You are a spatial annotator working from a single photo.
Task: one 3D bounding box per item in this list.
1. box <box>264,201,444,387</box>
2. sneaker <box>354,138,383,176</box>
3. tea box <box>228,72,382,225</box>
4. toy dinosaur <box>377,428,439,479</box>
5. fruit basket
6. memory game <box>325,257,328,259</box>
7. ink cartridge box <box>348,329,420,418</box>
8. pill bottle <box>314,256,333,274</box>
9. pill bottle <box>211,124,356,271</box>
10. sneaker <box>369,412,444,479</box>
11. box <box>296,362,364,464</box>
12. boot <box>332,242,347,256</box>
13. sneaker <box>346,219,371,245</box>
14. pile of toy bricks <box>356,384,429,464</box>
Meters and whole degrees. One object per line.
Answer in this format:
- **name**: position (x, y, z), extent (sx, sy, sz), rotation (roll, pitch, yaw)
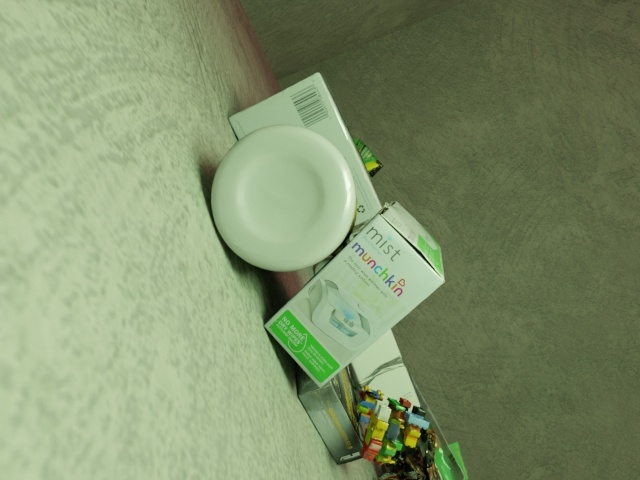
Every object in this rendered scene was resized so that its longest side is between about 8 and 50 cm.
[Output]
- **box**: position (0.067, 0.062, 0.694), extent (0.127, 0.231, 0.262), rotation (47, 15, 4)
- **sneaker**: position (0.025, -0.206, 1.381), extent (0.146, 0.343, 0.134), rotation (56, -27, 8)
- **tea box**: position (-0.019, -0.200, 1.074), extent (0.323, 0.219, 0.329), rotation (-84, 148, -72)
- **toy dinosaur**: position (0.206, 0.542, 1.030), extent (0.322, 0.164, 0.219), rotation (-26, 96, -79)
- **fruit basket**: position (0.349, 0.695, 1.518), extent (0.353, 0.165, 0.327), rotation (-111, -153, -45)
- **memory game**: position (0.000, 0.000, 1.901), extent (0.186, 0.012, 0.186), rotation (-21, 90, -86)
- **ink cartridge box**: position (0.098, 0.257, 1.020), extent (0.273, 0.114, 0.198), rotation (69, -13, -7)
- **pill bottle**: position (0.060, 0.148, 1.376), extent (0.108, 0.107, 0.180), rotation (-103, 171, -56)
- **pill bottle**: position (-0.035, -0.055, 0.704), extent (0.334, 0.187, 0.188), rotation (-8, 77, -85)
- **sneaker**: position (0.273, 0.628, 1.223), extent (0.182, 0.158, 0.411), rotation (43, 20, -35)
- **box**: position (0.011, 0.236, 0.780), extent (0.231, 0.056, 0.183), rotation (-102, 171, -62)
- **boot**: position (-0.026, -0.046, 1.324), extent (0.248, 0.090, 0.206), rotation (41, 9, 35)
- **sneaker**: position (0.147, 0.002, 1.317), extent (0.305, 0.114, 0.152), rotation (-69, 153, -46)
- **pile of toy bricks**: position (0.110, 0.319, 0.730), extent (0.212, 0.117, 0.105), rotation (105, 5, -81)
